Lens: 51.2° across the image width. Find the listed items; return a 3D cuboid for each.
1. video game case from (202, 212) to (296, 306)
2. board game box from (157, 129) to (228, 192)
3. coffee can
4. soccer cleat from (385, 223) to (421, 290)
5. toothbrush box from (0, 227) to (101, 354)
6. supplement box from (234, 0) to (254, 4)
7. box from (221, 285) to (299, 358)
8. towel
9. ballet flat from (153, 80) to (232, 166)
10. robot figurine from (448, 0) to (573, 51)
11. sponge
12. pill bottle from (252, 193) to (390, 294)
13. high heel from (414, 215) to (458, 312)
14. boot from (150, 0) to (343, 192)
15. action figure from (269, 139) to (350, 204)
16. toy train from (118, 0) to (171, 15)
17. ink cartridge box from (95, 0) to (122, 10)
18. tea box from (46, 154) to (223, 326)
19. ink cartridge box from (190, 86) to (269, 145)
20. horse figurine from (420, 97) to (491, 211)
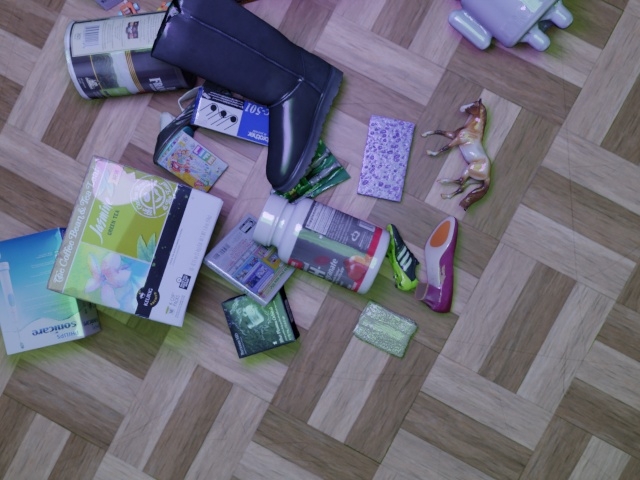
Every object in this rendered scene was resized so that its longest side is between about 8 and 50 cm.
[{"bbox_3d":[-0.164,0.046,1.703,0.193,0.212,0.023,36,135,3],"label":"video game case"},{"bbox_3d":[-0.330,-0.201,1.736,0.154,0.026,0.103,36,94,-38],"label":"board game box"},{"bbox_3d":[-0.476,-0.474,1.703,0.275,0.201,0.201,-5,90,5],"label":"coffee can"},{"bbox_3d":[0.213,0.042,1.737,0.072,0.060,0.179,-13,86,-20],"label":"soccer cleat"},{"bbox_3d":[-0.732,0.131,1.766,0.216,0.126,0.295,-14,89,3],"label":"toothbrush box"},{"bbox_3d":[-0.269,-0.678,1.688,0.191,0.194,0.129,-14,90,4],"label":"supplement box"},{"bbox_3d":[-0.155,0.207,1.743,0.158,0.093,0.156,-19,89,5],"label":"box"},{"bbox_3d":[0.169,0.234,1.752,0.148,0.027,0.110,26,93,3],"label":"towel"},{"bbox_3d":[-0.355,-0.318,1.758,0.096,0.095,0.280,43,83,12],"label":"ballet flat"},{"bbox_3d":[0.454,-0.617,1.633,0.353,0.200,0.300,43,110,3],"label":"robot figurine"},{"bbox_3d":[0.170,-0.213,1.744,0.117,0.031,0.210,11,91,4],"label":"sponge"},{"bbox_3d":[0.000,0.000,1.679,0.318,0.176,0.176,23,92,0],"label":"pill bottle"},{"bbox_3d":[0.328,0.065,1.731,0.117,0.082,0.244,27,73,-35],"label":"high heel"},{"bbox_3d":[-0.197,-0.365,1.606,0.445,0.146,0.367,26,78,-31],"label":"boot"},{"bbox_3d":[-0.053,-0.147,1.749,0.232,0.063,0.137,-39,91,7],"label":"action figure"},{"bbox_3d":[-0.454,-0.610,1.776,0.166,0.046,0.125,-23,89,4],"label":"toy train"},{"bbox_3d":[-0.562,-0.703,1.718,0.128,0.176,0.127,-29,89,4],"label":"ink cartridge box"},{"bbox_3d":[-0.451,0.003,1.643,0.323,0.220,0.329,18,86,-15],"label":"tea box"},{"bbox_3d":[-0.221,-0.317,1.719,0.207,0.046,0.097,14,91,-25],"label":"ink cartridge box"},{"bbox_3d":[0.370,-0.211,1.714,0.174,0.066,0.263,-18,87,10],"label":"horse figurine"}]
